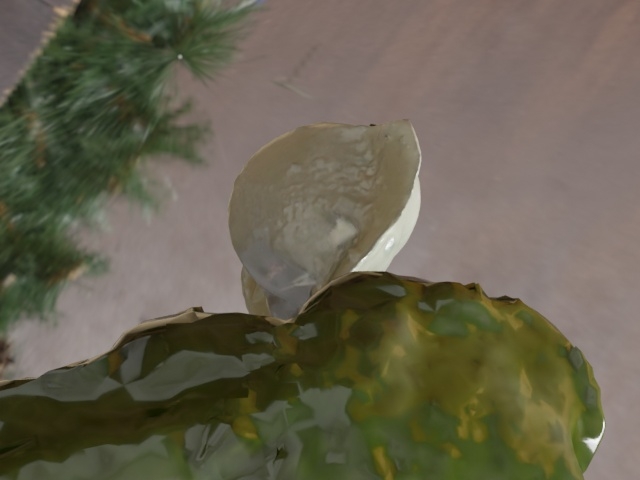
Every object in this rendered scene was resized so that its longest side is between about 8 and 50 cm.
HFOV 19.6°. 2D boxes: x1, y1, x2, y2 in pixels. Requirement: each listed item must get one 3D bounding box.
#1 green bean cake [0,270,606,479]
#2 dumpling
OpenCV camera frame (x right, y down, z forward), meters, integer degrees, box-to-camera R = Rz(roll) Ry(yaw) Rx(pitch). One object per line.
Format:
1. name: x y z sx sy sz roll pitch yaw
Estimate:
1. green bean cake: -0.042 0.186 0.522 0.319 0.218 0.335 -18 82 -15
2. dumpling: -0.006 -0.001 1.685 0.175 0.243 0.227 12 64 7
